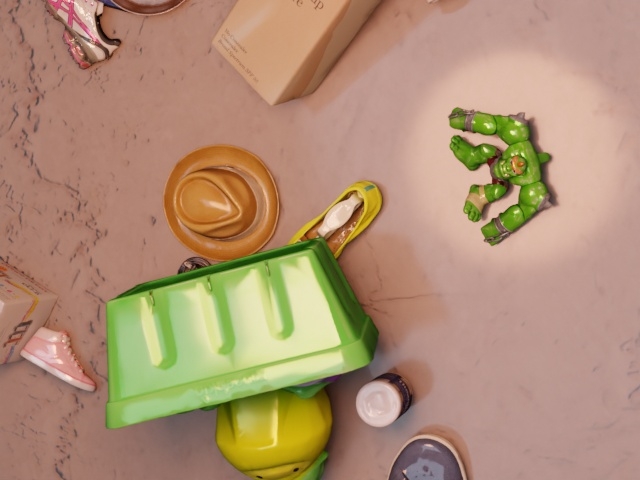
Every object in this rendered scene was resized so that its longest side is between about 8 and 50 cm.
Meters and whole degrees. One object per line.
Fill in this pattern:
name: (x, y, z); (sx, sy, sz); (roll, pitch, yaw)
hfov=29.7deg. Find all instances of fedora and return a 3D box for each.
fedora: (-0.161, -0.057, 1.841); (0.194, 0.079, 0.194); (1, 93, 16)

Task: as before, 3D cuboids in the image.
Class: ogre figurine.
ogre figurine: (0.256, -0.103, 1.708); (0.118, 0.096, 0.197); (-17, 72, 35)

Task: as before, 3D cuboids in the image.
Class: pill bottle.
pill bottle: (0.097, 0.228, 1.751); (0.067, 0.120, 0.067); (1, 93, 16)

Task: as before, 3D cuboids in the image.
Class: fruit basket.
fruit basket: (-0.091, 0.207, 1.676); (0.391, 0.283, 0.392); (1, 96, 6)

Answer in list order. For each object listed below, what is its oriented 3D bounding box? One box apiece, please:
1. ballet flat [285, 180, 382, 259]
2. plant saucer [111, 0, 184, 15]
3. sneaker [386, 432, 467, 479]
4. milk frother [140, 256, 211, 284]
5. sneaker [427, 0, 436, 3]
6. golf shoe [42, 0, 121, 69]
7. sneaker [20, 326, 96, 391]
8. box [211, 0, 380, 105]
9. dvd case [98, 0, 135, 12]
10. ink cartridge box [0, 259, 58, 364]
ballet flat: (0.000, 0.000, 1.794); (0.077, 0.077, 0.231); (45, 104, 9)
plant saucer: (-0.266, -0.432, 1.866); (0.168, 0.029, 0.169); (0, 96, 1)
sneaker: (0.125, 0.457, 1.738); (0.131, 0.148, 0.350); (12, 95, 16)
milk frother: (-0.223, 0.103, 1.836); (0.129, 0.135, 0.143); (15, 104, -17)
sneaker: (0.133, -0.461, 1.706); (0.322, 0.130, 0.236); (10, 91, 11)
golf shoe: (-0.385, -0.368, 1.895); (0.086, 0.067, 0.186); (-27, 105, 5)
sneaker: (-0.409, 0.187, 1.941); (0.134, 0.051, 0.070); (30, 81, 1)
box: (-0.005, -0.355, 1.705); (0.148, 0.121, 0.311); (46, 125, 12)
dvd case: (-0.345, -0.504, 1.909); (0.180, 0.022, 0.253); (18, 98, 16)
ink cartridge box: (-0.530, 0.115, 1.911); (0.128, 0.176, 0.127); (31, 98, 13)
